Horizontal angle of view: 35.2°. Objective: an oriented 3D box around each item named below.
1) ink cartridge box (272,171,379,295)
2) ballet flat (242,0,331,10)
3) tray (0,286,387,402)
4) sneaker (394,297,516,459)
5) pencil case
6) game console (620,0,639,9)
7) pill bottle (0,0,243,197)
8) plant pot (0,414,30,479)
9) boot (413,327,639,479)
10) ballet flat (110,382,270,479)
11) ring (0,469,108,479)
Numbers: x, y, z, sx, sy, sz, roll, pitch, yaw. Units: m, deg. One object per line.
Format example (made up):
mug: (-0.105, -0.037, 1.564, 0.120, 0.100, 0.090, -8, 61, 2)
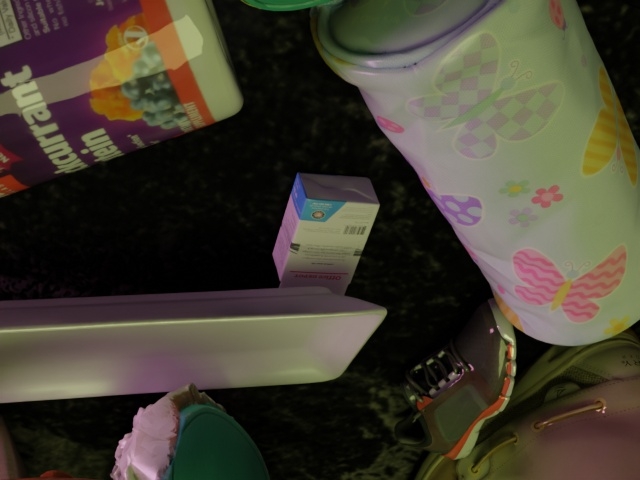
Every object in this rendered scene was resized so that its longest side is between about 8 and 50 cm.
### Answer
ink cartridge box: (0.000, 0.000, 0.627, 0.048, 0.028, 0.083, 4, 129, -20)
ballet flat: (0.052, -0.184, 0.445, 0.231, 0.077, 0.077, -31, 133, 13)
tray: (-0.106, 0.063, 0.623, 0.270, 0.030, 0.145, -2, 156, -13)
sneaker: (0.093, 0.105, 0.731, 0.064, 0.061, 0.158, 5, 128, -13)
pencil case: (0.103, -0.050, 0.555, 0.124, 0.114, 0.273, -10, 140, 31)
game console: (0.143, -0.164, 0.498, 0.071, 0.107, 0.122, -31, 140, -28)
pill bottle: (-0.142, -0.078, 0.460, 0.193, 0.108, 0.108, -19, 133, 1)
plant pot: (-0.240, 0.179, 0.669, 0.109, 0.096, 0.109, -12, 133, -7)
boot: (0.176, 0.213, 0.750, 0.095, 0.203, 0.262, 25, 118, -32)
ballet flat: (-0.090, 0.257, 0.770, 0.147, 0.147, 0.409, -20, 132, 2)
ring: (-0.137, 0.249, 0.631, 0.336, 0.032, 0.337, 1, 129, 1)
